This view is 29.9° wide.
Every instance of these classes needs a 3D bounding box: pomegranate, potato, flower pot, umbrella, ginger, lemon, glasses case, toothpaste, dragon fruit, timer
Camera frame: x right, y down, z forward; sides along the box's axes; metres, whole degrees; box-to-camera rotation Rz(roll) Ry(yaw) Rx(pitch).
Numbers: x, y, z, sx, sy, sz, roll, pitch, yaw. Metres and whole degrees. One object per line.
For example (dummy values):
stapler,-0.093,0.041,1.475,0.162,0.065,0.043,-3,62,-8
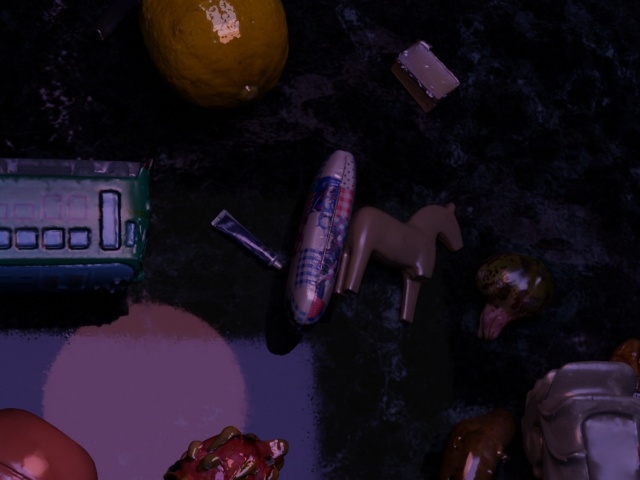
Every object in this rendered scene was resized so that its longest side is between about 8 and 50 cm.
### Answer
pomegranate,0.330,0.095,2.057,0.138,0.125,0.163,31,63,-17
potato,0.192,-0.304,2.212,0.086,0.061,0.122,-37,81,-26
flower pot,0.424,0.386,1.893,0.165,0.254,0.367,2,67,-10
umbrella,-0.358,-0.395,2.093,0.036,0.031,0.133,48,59,-25
ginger,0.560,0.242,2.097,0.103,0.073,0.162,9,67,-13
ginger,0.248,0.401,1.919,0.133,0.107,0.309,7,62,0
lemon,-0.181,-0.362,2.014,0.245,0.245,0.320,-19,68,-23
glasses case,0.000,0.000,1.990,0.076,0.125,0.327,18,65,-11
toothpaste,-0.119,0.003,2.011,0.140,0.021,0.037,39,64,2
dragon fruit,-0.130,0.349,1.814,0.208,0.133,0.150,-17,100,-39
timer,-0.428,0.354,1.651,0.230,0.229,0.215,35,69,-1

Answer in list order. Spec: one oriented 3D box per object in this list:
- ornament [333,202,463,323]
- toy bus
ornament,0.145,0.015,2.055,0.230,0.061,0.245,25,65,-26
toy bus,-0.425,-0.019,1.832,0.344,0.183,0.199,-1,72,-17
